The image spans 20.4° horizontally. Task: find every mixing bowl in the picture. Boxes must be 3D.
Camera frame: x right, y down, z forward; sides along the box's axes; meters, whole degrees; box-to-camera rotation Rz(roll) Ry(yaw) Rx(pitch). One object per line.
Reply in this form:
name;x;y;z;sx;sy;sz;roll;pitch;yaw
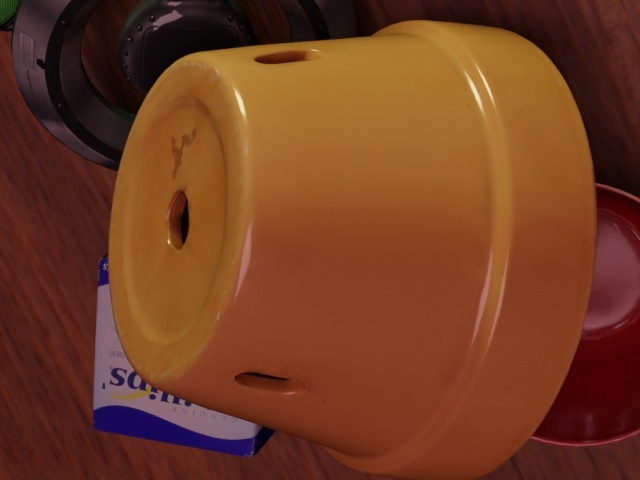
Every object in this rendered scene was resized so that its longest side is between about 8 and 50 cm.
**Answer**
mixing bowl;0.170;0.034;1.182;0.181;0.098;0.181;4;109;13

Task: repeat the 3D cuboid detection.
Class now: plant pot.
plant pot;0.000;0.000;1.080;0.203;0.291;0.291;6;114;-28

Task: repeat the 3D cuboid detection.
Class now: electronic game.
electronic game;-0.089;-0.129;1.174;0.229;0.048;0.229;-6;135;-6

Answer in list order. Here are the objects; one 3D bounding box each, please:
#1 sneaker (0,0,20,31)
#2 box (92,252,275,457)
sneaker;-0.260;-0.295;1.163;0.134;0.146;0.343;-29;97;21
box;-0.092;0.074;1.278;0.126;0.072;0.137;9;110;13
